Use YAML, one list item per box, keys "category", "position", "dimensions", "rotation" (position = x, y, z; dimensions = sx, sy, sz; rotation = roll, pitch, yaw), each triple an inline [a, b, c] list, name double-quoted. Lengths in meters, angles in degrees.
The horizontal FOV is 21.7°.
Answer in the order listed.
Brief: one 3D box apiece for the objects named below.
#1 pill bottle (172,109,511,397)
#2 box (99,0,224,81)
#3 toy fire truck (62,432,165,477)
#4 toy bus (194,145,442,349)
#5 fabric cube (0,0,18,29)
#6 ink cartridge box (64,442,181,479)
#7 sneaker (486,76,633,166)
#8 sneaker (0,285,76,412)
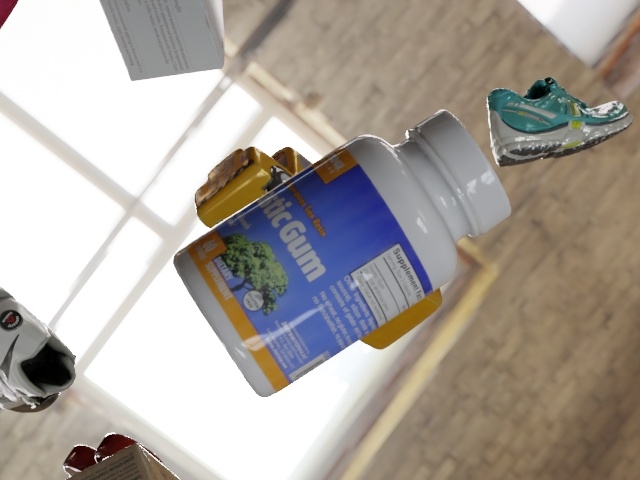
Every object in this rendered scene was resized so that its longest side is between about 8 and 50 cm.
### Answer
- category: "pill bottle"
  position: [0.022, 0.004, 1.442]
  dimensions: [0.272, 0.152, 0.152]
  rotation: [-33, -157, -3]
- category: "box"
  position: [-0.186, -0.313, 1.933]
  dimensions: [0.119, 0.181, 0.182]
  rotation: [-7, -124, 5]
- category: "toy fire truck"
  position: [-0.256, 0.411, 2.291]
  dimensions: [0.302, 0.254, 0.169]
  rotation: [-25, -150, 59]
- category: "toy bus"
  position: [0.000, 0.000, 1.987]
  dimensions: [0.108, 0.332, 0.130]
  rotation: [-38, -147, 23]
- category: "fabric cube"
  position: [-0.490, -0.316, 1.761]
  dimensions: [0.258, 0.259, 0.254]
  rotation: [-7, -139, 28]
- category: "ink cartridge box"
  position: [-0.240, 0.346, 1.936]
  dimensions: [0.193, 0.235, 0.088]
  rotation: [-29, -120, 3]
- category: "sneaker"
  position: [0.335, -0.176, 2.313]
  dimensions: [0.107, 0.275, 0.110]
  rotation: [-23, -99, 45]
- category: "sneaker"
  position: [-0.423, 0.198, 2.467]
  dimensions: [0.122, 0.146, 0.330]
  rotation: [-52, 160, -18]
